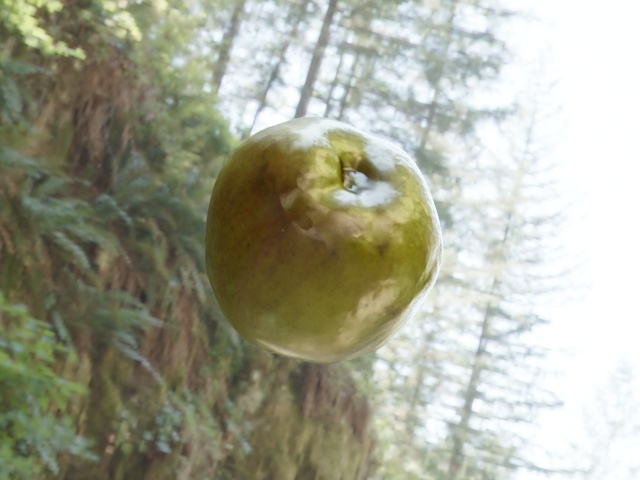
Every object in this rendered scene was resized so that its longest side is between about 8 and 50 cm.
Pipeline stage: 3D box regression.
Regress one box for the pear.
[{"bbox_3d":[0.000,0.000,0.842,0.200,0.200,0.200,15,-17,5],"label":"pear"}]
